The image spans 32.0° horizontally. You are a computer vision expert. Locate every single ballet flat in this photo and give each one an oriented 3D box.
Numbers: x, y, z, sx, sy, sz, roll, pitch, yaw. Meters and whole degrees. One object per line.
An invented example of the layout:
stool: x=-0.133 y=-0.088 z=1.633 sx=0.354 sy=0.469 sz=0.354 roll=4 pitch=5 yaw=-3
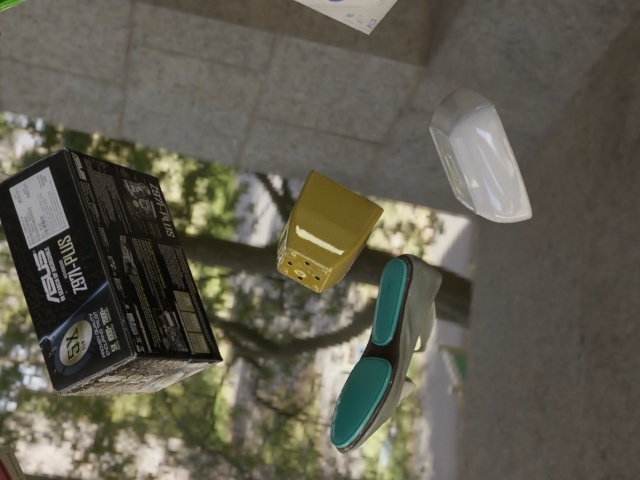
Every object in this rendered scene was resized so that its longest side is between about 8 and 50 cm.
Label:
ballet flat: x=0.075 y=0.120 z=1.128 sx=0.072 sy=0.068 sz=0.213 roll=2 pitch=70 yaw=57

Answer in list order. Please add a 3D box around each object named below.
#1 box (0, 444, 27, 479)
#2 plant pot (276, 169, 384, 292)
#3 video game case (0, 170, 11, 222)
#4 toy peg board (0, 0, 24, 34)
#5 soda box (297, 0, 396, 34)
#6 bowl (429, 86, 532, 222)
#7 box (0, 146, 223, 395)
box: x=-0.545 y=0.424 z=1.693 sx=0.149 sy=0.127 sz=0.232 roll=65 pitch=-167 yaw=0
plant pot: x=0.000 y=0.000 z=1.079 sx=0.083 sy=0.081 sz=0.081 roll=-60 pitch=-2 yaw=-32
video game case: x=-0.515 y=-0.015 z=1.423 sx=0.026 sy=0.206 sz=0.227 roll=9 pitch=75 yaw=45
toy peg board: x=-0.369 y=-0.290 z=1.093 sx=0.160 sy=0.079 sz=0.161 roll=-9 pitch=-98 yaw=-64
soda box: x=0.001 y=-0.407 z=1.689 sx=0.091 sy=0.286 sz=0.098 roll=-49 pitch=60 yaw=20
bowl: x=0.163 y=-0.085 z=1.183 sx=0.142 sy=0.053 sz=0.142 roll=-120 pitch=6 yaw=-73
box: x=-0.172 y=0.030 z=0.916 sx=0.147 sy=0.077 sz=0.180 roll=15 pitch=-129 yaw=-67
